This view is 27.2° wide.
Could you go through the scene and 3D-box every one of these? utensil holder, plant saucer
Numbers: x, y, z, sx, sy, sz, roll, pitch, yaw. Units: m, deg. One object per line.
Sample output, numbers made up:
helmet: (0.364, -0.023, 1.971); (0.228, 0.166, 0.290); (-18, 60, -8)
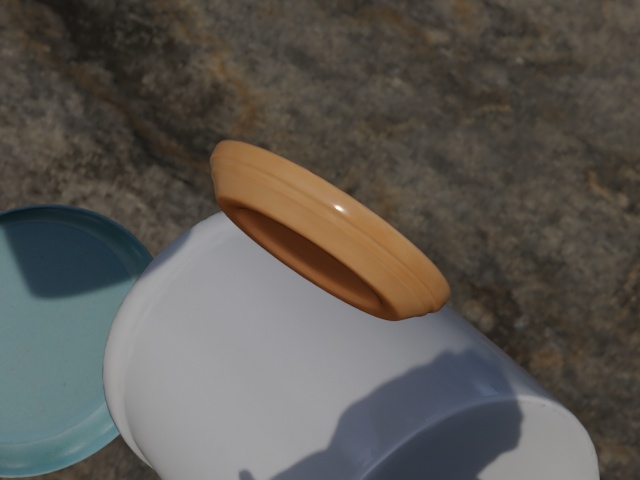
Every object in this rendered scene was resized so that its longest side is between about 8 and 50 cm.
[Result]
utensil holder: (0.020, 0.178, 1.227); (0.328, 0.327, 0.385); (0, 23, -32)
plant saucer: (-0.319, 0.108, 1.464); (0.318, 0.317, 0.044); (2, 16, -31)
plant saucer: (0.000, 0.000, 0.946); (0.200, 0.200, 0.037); (33, 79, 1)
